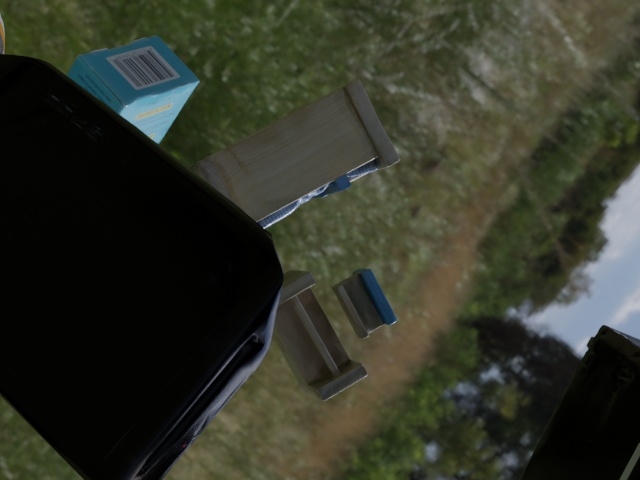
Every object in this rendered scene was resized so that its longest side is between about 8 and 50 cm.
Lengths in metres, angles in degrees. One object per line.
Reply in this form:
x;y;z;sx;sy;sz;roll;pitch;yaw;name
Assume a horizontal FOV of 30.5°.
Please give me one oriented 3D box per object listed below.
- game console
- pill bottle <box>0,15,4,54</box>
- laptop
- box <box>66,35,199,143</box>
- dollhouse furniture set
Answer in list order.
-0.191;0.093;0.543;0.361;0.213;0.044;-51;156;-4;game console
-0.348;-0.088;0.965;0.162;0.162;0.278;124;-33;-47;pill bottle
0.158;0.179;0.607;0.234;0.137;0.264;-64;-168;5;laptop
-0.208;-0.065;1.024;0.100;0.060;0.244;-30;163;-52;box
0.000;0.000;0.863;0.129;0.183;0.129;-29;-175;-11;dollhouse furniture set
